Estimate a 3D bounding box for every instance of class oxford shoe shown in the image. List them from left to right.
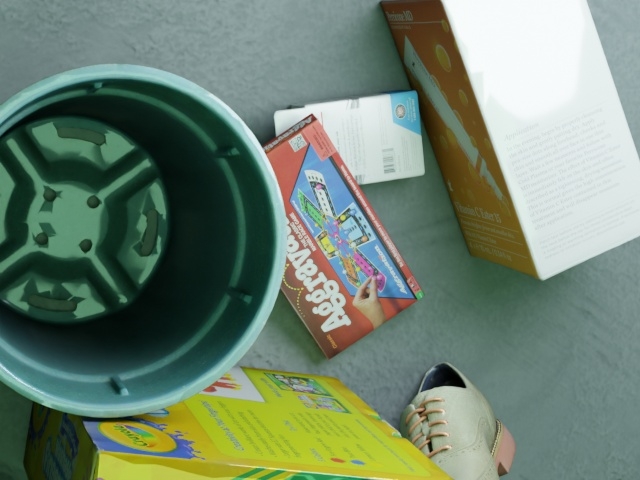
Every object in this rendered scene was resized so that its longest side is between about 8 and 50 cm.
[{"bbox_3d":[0.133,0.257,1.803,0.140,0.397,0.146,-27,98,12],"label":"oxford shoe"}]

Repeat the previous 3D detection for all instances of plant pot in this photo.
[{"bbox_3d":[-0.245,-0.010,1.657,0.341,0.334,0.341,-1,94,-18],"label":"plant pot"}]

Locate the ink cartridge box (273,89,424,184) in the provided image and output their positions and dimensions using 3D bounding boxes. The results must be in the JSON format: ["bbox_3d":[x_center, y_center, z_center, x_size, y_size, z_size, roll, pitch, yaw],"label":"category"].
[{"bbox_3d":[0.027,-0.119,1.873,0.180,0.060,0.104,-8,100,-16],"label":"ink cartridge box"}]

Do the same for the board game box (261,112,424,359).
[{"bbox_3d":[0.000,0.000,1.854,0.145,0.027,0.281,-33,120,-1],"label":"board game box"}]

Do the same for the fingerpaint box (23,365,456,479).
[{"bbox_3d":[-0.106,0.254,1.679,0.371,0.445,0.163,9,97,-18],"label":"fingerpaint box"}]

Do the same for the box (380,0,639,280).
[{"bbox_3d":[0.232,-0.153,1.849,0.168,0.215,0.345,-24,102,-12],"label":"box"}]
